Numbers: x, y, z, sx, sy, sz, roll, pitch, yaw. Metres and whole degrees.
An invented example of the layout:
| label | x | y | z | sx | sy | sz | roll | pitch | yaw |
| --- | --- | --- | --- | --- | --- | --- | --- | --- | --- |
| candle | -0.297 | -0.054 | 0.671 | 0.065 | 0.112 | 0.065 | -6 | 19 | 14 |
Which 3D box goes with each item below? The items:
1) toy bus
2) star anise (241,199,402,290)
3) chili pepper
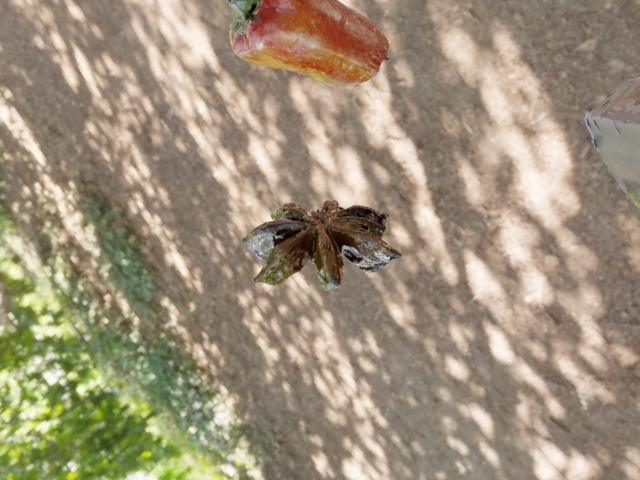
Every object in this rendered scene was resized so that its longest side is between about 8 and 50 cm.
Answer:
| label | x | y | z | sx | sy | sz | roll | pitch | yaw |
| --- | --- | --- | --- | --- | --- | --- | --- | --- | --- |
| toy bus | 0.350 | -0.092 | 0.853 | 0.138 | 0.112 | 0.317 | 53 | -171 | -6 |
| star anise | 0.001 | 0.000 | 0.843 | 0.168 | 0.168 | 0.057 | 22 | 124 | 48 |
| chili pepper | -0.035 | -0.186 | 0.725 | 0.192 | 0.084 | 0.086 | 19 | 153 | -36 |
